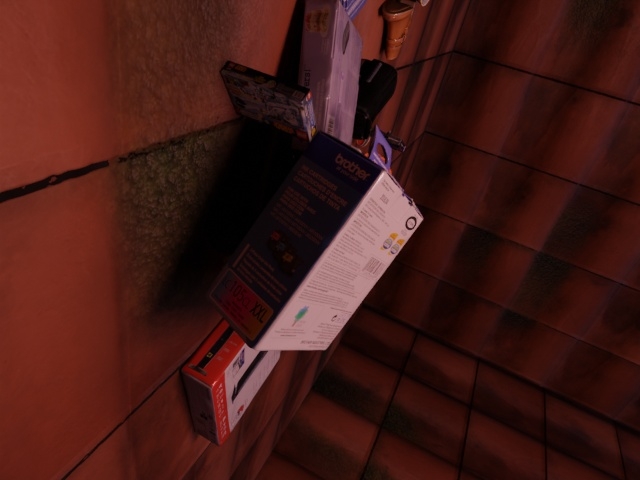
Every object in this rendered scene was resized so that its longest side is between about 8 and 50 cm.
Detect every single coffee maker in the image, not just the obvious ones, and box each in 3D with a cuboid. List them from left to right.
[{"bbox_3d":[0.117,-0.337,1.053,0.178,0.171,0.120,-56,-170,-26],"label":"coffee maker"}]

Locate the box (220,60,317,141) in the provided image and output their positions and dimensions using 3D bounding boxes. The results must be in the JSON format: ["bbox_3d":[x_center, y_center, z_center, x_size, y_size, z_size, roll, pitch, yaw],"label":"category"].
[{"bbox_3d":[-0.074,-0.206,0.644,0.027,0.137,0.094,-61,165,-19],"label":"box"}]

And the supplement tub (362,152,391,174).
[{"bbox_3d":[0.068,-0.128,0.998,0.190,0.117,0.117,-20,-147,55],"label":"supplement tub"}]

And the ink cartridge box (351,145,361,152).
[{"bbox_3d":[0.046,-0.192,1.147,0.063,0.109,0.150,-58,163,-22],"label":"ink cartridge box"}]

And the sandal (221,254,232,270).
[{"bbox_3d":[-0.069,0.009,0.907,0.317,0.126,0.138,-41,118,-36],"label":"sandal"}]

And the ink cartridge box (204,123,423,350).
[{"bbox_3d":[0.024,-0.003,0.765,0.395,0.151,0.270,-53,153,5],"label":"ink cartridge box"}]

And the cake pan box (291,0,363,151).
[{"bbox_3d":[0.021,-0.292,0.850,0.246,0.070,0.266,-30,128,-70],"label":"cake pan box"}]

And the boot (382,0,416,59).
[{"bbox_3d":[0.206,-0.580,1.199,0.197,0.073,0.152,-47,160,-46],"label":"boot"}]

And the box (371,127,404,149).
[{"bbox_3d":[0.249,-0.367,1.586,0.029,0.116,0.162,-67,165,7],"label":"box"}]

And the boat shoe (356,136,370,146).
[{"bbox_3d":[0.135,-0.356,1.334,0.043,0.049,0.137,-35,144,-58],"label":"boat shoe"}]

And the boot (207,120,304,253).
[{"bbox_3d":[-0.100,-0.086,0.820,0.207,0.094,0.246,17,90,-72],"label":"boot"}]

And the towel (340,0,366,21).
[{"bbox_3d":[0.085,-0.608,0.809,0.243,0.040,0.336,-61,167,-27],"label":"towel"}]

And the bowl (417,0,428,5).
[{"bbox_3d":[0.267,-0.730,1.154,0.170,0.080,0.170,-59,164,-28],"label":"bowl"}]

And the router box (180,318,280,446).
[{"bbox_3d":[-0.205,0.307,1.088,0.301,0.082,0.335,-53,160,-41],"label":"router box"}]
